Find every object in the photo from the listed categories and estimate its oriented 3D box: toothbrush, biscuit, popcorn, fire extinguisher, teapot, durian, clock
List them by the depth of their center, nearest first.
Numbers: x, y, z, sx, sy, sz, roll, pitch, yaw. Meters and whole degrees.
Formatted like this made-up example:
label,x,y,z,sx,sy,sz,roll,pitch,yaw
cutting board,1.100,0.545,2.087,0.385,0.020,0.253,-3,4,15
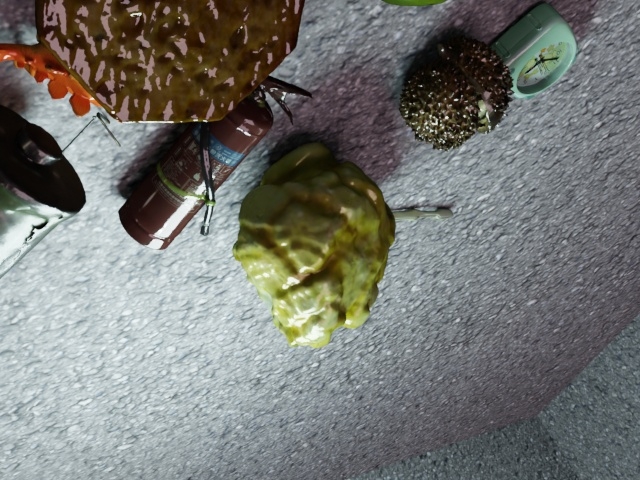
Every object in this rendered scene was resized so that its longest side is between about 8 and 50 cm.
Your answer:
label,x,y,z,sx,sy,sz,roll,pitch,yaw
biscuit,-0.158,-0.298,0.988,0.359,0.046,0.359,-21,129,-29
teapot,-0.474,-0.022,1.063,0.337,0.200,0.270,-40,158,13
fire extinguisher,-0.157,-0.121,1.277,0.141,0.105,0.341,35,116,-23
durian,0.217,-0.247,1.409,0.196,0.167,0.196,-26,130,-35
popcorn,0.006,0.011,1.472,0.292,0.293,0.334,-28,166,-2
clock,0.377,-0.319,1.511,0.148,0.060,0.188,-40,149,15
toothbrush,0.166,-0.050,1.760,0.294,0.026,0.028,-2,155,-40

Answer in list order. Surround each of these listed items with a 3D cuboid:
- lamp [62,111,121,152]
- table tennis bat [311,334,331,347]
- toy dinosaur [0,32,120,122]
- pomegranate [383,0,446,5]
label,x,y,z,sx,sy,sz,roll,pitch,yaw
lamp,-0.341,-0.129,1.189,0.121,0.041,0.054,-30,141,7
table tennis bat,0.018,0.114,1.849,0.224,0.054,0.368,-14,142,-25
toy dinosaur,-0.275,-0.196,1.063,0.288,0.117,0.070,4,135,-41
pomegranate,0.136,-0.392,1.100,0.224,0.181,0.181,-28,159,-52
